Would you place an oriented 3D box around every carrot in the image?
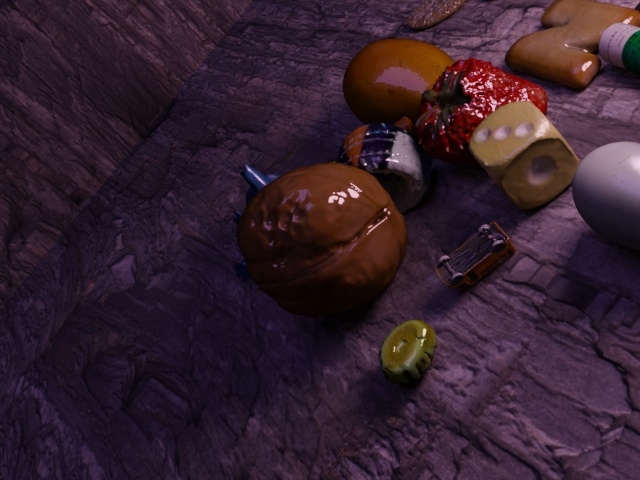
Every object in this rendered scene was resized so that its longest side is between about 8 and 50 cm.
[{"bbox_3d":[0.154,-0.238,2.037,0.210,0.061,0.061,-34,36,27],"label":"carrot"}]

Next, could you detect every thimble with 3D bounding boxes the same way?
[{"bbox_3d":[0.156,-0.168,1.944,0.237,0.237,0.150,-23,45,32],"label":"thimble"}]

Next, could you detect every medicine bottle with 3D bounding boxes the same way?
[{"bbox_3d":[0.706,-0.391,1.667,0.095,0.095,0.260,-46,34,2],"label":"medicine bottle"}]

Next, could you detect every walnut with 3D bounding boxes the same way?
[{"bbox_3d":[0.000,0.000,1.827,0.398,0.354,0.308,-18,14,31],"label":"walnut"}]

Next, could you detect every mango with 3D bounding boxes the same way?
[{"bbox_3d":[0.227,-0.411,2.110,0.378,0.221,0.263,29,77,44],"label":"mango"}]

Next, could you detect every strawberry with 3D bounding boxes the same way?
[{"bbox_3d":[0.370,-0.295,1.857,0.261,0.258,0.261,-45,35,44],"label":"strawberry"}]

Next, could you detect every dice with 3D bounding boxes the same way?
[{"bbox_3d":[0.433,-0.184,1.689,0.166,0.169,0.169,-39,35,12],"label":"dice"}]

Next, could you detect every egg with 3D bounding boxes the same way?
[{"bbox_3d":[0.572,-0.076,1.419,0.183,0.183,0.264,-46,41,2],"label":"egg"}]

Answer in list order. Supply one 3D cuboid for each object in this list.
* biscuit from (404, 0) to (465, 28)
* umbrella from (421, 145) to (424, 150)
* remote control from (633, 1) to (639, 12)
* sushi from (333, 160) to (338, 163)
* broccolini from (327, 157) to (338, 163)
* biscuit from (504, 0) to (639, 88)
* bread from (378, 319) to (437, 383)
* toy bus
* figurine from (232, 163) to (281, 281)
[{"bbox_3d":[0.382,-0.724,2.402,0.290,0.038,0.141,-33,37,23],"label":"biscuit"},{"bbox_3d":[0.195,-0.242,2.102,0.071,0.071,0.248,-55,33,-10],"label":"umbrella"},{"bbox_3d":[0.812,-0.526,1.745,0.063,0.025,0.245,-53,34,-10],"label":"remote control"},{"bbox_3d":[0.040,-0.099,2.076,0.127,0.124,0.225,-33,39,29],"label":"sushi"},{"bbox_3d":[0.098,-0.255,2.246,0.194,0.054,0.052,-37,16,12],"label":"broccolini"},{"bbox_3d":[0.601,-0.486,1.906,0.237,0.062,0.291,-47,35,1],"label":"biscuit"},{"bbox_3d":[0.183,0.233,1.634,0.130,0.071,0.139,-26,38,25],"label":"bread"},{"bbox_3d":[0.328,0.040,1.668,0.162,0.074,0.069,-39,42,9],"label":"toy bus"},{"bbox_3d":[-0.144,-0.048,2.150,0.243,0.297,0.416,-15,35,-13],"label":"figurine"}]
